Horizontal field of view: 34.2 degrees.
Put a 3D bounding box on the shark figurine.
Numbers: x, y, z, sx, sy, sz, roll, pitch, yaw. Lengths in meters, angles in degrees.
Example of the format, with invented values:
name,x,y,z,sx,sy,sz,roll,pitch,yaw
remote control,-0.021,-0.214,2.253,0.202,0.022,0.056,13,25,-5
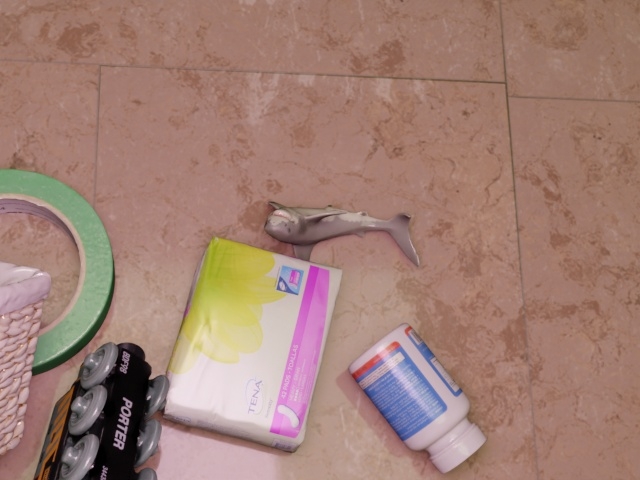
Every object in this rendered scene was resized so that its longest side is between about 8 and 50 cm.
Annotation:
name,x,y,z,sx,sy,sz,roll,pitch,yaw
shark figurine,0.014,-0.002,1.711,0.278,0.166,0.116,2,99,-26

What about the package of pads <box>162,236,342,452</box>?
name,x,y,z,sx,sy,sz,roll,pitch,yaw
package of pads,-0.110,0.159,1.624,0.229,0.101,0.297,15,72,-5

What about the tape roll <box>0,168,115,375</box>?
name,x,y,z,sx,sy,sz,roll,pitch,yaw
tape roll,-0.482,0.051,1.612,0.321,0.077,0.321,2,74,-8

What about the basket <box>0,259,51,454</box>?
name,x,y,z,sx,sy,sz,roll,pitch,yaw
basket,-0.587,0.154,1.361,0.331,0.328,0.266,15,103,14

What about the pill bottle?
name,x,y,z,sx,sy,sz,roll,pitch,yaw
pill bottle,0.155,0.249,1.627,0.124,0.124,0.221,-35,81,-16

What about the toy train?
name,x,y,z,sx,sy,sz,roll,pitch,yaw
toy train,-0.320,0.291,1.457,0.142,0.190,0.334,37,28,-26
